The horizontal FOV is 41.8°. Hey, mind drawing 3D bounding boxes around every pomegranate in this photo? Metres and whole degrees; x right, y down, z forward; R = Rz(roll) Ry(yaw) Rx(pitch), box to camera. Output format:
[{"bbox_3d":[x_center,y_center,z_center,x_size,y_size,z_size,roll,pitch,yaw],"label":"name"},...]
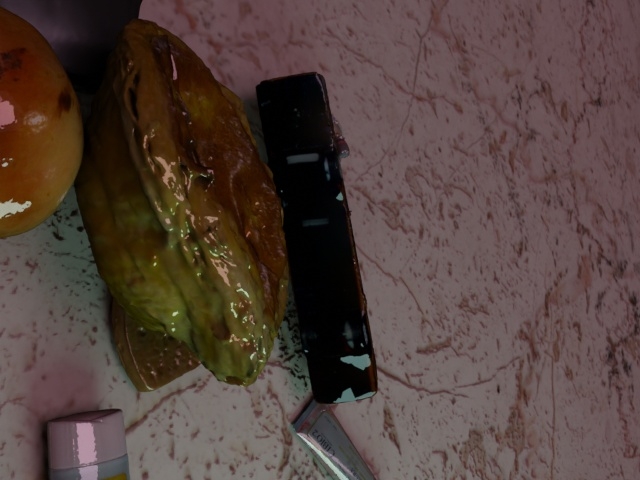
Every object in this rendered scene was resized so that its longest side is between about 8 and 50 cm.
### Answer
[{"bbox_3d":[-0.306,-0.095,0.711,0.209,0.209,0.209,6,81,-44],"label":"pomegranate"}]

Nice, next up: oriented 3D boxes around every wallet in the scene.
[{"bbox_3d":[-0.272,-0.346,0.872,0.197,0.051,0.377,6,80,-41],"label":"wallet"}]

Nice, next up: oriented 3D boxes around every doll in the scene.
[{"bbox_3d":[0.005,-0.125,1.098,0.073,0.084,0.127,3,92,-47],"label":"doll"}]

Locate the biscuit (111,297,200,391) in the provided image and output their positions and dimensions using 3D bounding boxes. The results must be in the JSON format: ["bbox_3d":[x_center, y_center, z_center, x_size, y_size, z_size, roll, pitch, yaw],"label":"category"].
[{"bbox_3d":[-0.165,0.064,0.944,0.142,0.029,0.220,37,59,-36],"label":"biscuit"}]

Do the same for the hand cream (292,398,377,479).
[{"bbox_3d":[0.037,0.301,1.115,0.067,0.043,0.209,-47,112,-37],"label":"hand cream"}]

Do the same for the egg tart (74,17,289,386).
[{"bbox_3d":[-0.138,-0.043,0.847,0.339,0.153,0.351,-87,157,-61],"label":"egg tart"}]

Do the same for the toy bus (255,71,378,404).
[{"bbox_3d":[0.000,0.000,1.040,0.092,0.093,0.408,-68,149,-78],"label":"toy bus"}]

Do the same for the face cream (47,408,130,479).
[{"bbox_3d":[-0.227,0.272,0.840,0.084,0.057,0.198,-4,88,-46],"label":"face cream"}]
